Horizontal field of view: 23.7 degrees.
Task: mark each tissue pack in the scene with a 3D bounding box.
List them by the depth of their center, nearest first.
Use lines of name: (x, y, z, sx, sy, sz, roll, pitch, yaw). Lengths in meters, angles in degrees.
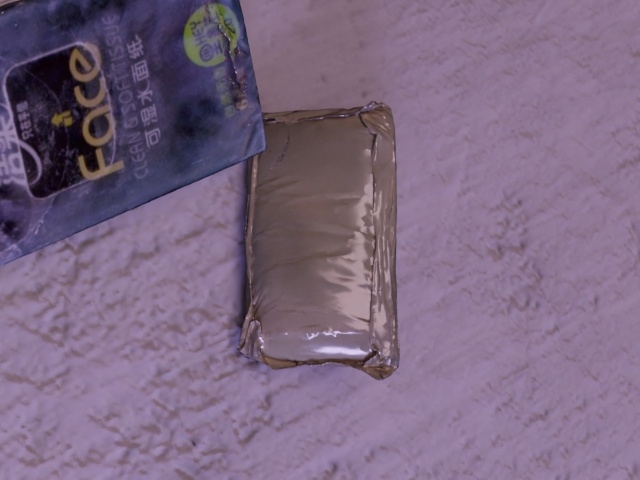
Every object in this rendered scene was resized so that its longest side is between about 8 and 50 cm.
tissue pack: (-0.156, -0.103, 1.039, 0.235, 0.073, 0.173, -25, 120, -32)

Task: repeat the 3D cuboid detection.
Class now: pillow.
pillow: (0.000, 0.000, 1.133, 0.119, 0.053, 0.208, 0, 81, 3)
